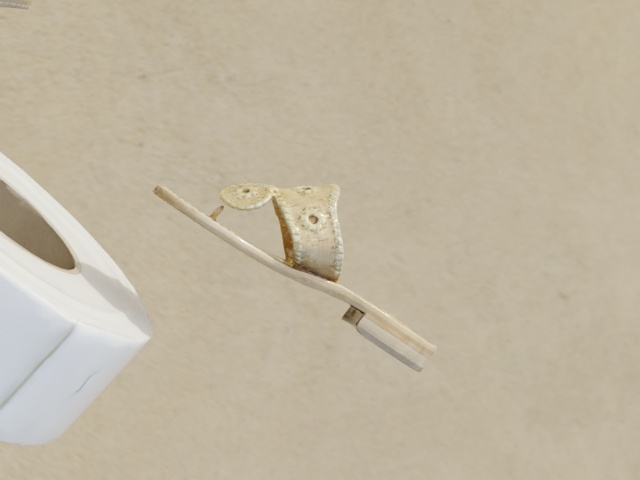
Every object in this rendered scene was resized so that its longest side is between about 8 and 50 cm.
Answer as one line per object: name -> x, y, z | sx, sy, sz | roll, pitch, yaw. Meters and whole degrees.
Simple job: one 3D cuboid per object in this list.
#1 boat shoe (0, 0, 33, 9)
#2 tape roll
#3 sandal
boat shoe -> -0.514, -0.290, 1.573 | 0.341, 0.121, 0.110 | 0, 99, -13
tape roll -> -0.250, 0.008, 0.887 | 0.100, 0.286, 0.286 | -47, 125, 4
sandal -> -0.002, -0.001, 0.938 | 0.240, 0.088, 0.079 | 35, 89, -15
